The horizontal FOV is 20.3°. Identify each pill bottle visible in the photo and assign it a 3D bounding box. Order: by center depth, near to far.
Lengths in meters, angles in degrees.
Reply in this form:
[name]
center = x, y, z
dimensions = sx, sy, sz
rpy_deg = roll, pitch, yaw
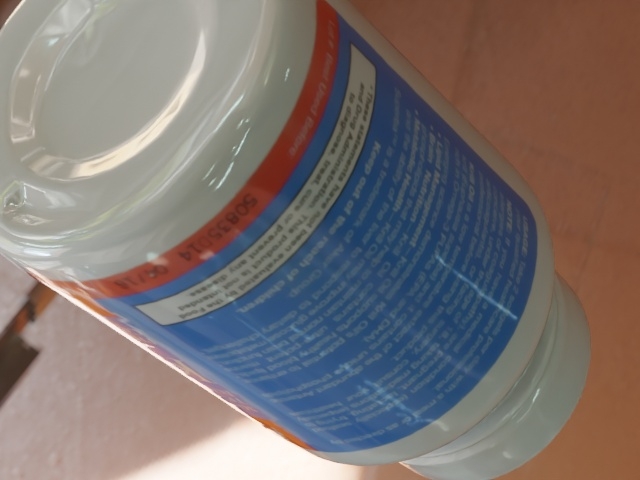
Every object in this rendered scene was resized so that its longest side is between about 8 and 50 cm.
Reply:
[pill bottle]
center = 0.000, 0.000, 0.578
dimensions = 0.124, 0.124, 0.221
rpy_deg = -15, 144, 31
